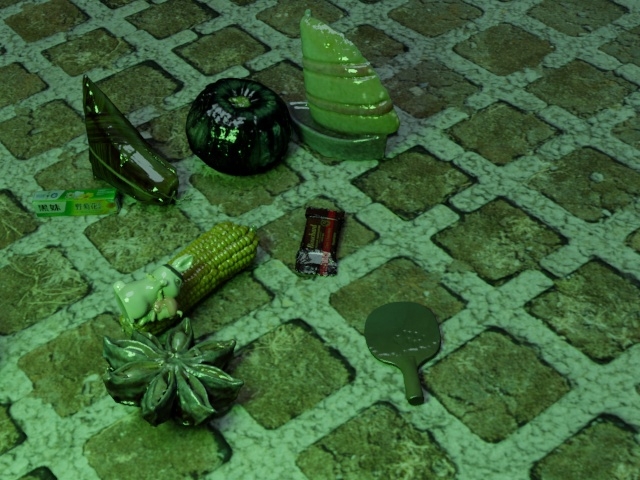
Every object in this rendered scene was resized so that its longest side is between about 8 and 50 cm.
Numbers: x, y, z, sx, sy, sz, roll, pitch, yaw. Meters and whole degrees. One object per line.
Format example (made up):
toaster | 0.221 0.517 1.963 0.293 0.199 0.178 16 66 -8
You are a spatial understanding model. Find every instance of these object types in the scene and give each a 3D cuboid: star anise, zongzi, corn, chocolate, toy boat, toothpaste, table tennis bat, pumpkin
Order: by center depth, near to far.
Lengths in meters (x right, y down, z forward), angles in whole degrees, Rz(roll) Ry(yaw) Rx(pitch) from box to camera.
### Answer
star anise | -0.244 0.227 1.625 0.223 0.109 0.236 0 34 -13
table tennis bat | 0.144 0.186 1.686 0.131 0.022 0.234 -6 39 0
corn | -0.243 0.068 1.812 0.102 0.102 0.313 29 52 34
chocolate | 0.000 0.000 1.911 0.086 0.028 0.182 5 43 2
zongzi | -0.390 -0.196 2.025 0.247 0.241 0.111 27 51 33
toothpaste | -0.504 -0.078 2.058 0.178 0.043 0.037 -2 44 6
toy boat | 0.042 -0.292 2.083 0.276 0.294 0.111 34 54 18
pumpkin | -0.174 -0.239 2.104 0.233 0.163 0.233 4 44 -4

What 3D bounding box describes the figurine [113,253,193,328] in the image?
figurine | -0.276 0.090 1.711 0.146 0.098 0.081 -24 30 -22
